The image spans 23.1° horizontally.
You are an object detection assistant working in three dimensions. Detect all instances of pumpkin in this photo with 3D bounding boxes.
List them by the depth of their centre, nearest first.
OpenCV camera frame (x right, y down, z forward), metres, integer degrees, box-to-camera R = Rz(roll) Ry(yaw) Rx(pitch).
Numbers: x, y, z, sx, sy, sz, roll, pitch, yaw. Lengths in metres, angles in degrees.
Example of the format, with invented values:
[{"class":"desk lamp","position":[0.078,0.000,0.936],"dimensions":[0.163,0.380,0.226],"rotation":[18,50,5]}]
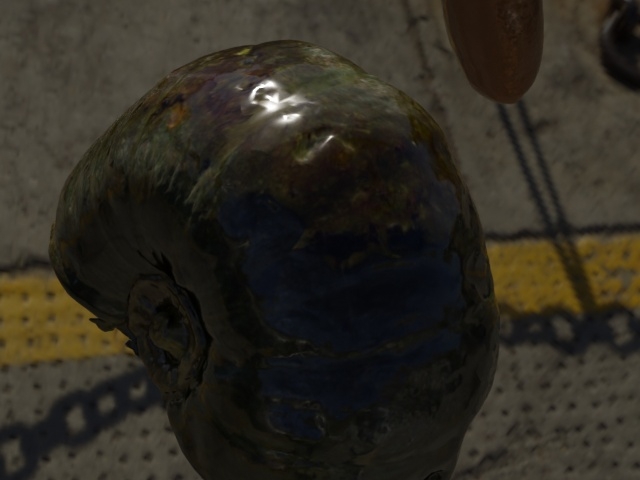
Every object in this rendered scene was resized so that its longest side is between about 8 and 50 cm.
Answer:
[{"class":"pumpkin","position":[0.000,0.000,0.975],"dimensions":[0.242,0.232,0.325],"rotation":[-15,57,-49]}]

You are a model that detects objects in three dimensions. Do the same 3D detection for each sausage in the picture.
[{"class":"sausage","position":[0.154,-0.217,1.400],"dimensions":[0.098,0.238,0.098],"rotation":[-6,49,6]}]
